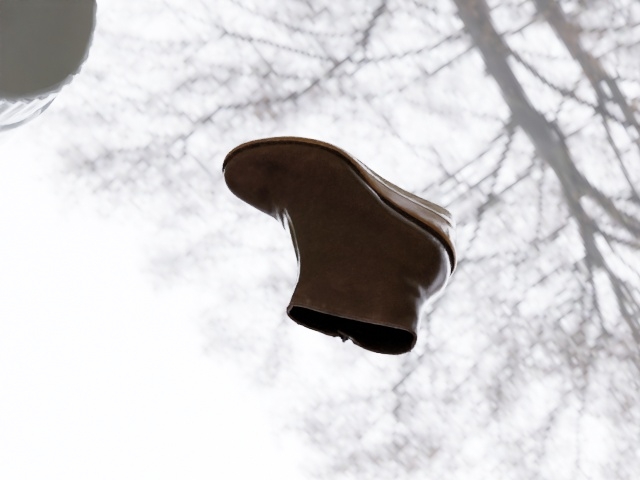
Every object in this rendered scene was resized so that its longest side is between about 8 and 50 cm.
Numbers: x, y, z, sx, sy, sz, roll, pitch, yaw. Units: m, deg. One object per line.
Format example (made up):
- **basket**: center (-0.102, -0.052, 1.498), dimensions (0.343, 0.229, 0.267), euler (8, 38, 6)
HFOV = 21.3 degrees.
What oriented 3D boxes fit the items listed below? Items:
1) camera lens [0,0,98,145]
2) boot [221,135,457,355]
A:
- **camera lens**: center (-0.307, -0.132, 1.097), dimensions (0.274, 0.219, 0.219), euler (-22, -130, 36)
- **boot**: center (0.000, 0.000, 1.567), dimensions (0.248, 0.090, 0.207), euler (18, -145, 8)
